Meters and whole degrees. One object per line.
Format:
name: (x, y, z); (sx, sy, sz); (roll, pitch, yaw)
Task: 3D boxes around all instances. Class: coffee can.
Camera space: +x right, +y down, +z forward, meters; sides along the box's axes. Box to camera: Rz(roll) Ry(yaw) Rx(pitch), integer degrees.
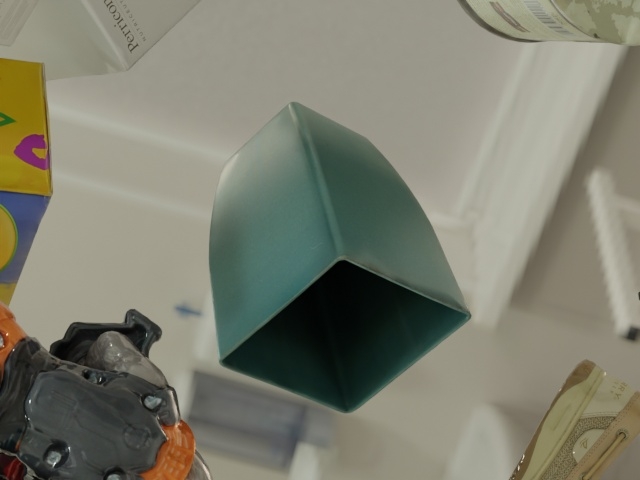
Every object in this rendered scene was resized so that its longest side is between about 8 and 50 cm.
coffee can: (0.266, -0.302, 1.913); (0.275, 0.202, 0.201); (-156, 82, -73)

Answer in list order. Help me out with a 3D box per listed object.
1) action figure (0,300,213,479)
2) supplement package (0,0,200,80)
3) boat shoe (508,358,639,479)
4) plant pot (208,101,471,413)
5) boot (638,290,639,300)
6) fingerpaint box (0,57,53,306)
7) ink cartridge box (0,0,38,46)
action figure: (-0.227, 0.164, 1.324); (0.178, 0.330, 0.341); (-33, 38, 61)
supplement package: (-0.175, -0.294, 1.641); (0.175, 0.177, 0.293); (0, 40, 47)
boat shoe: (0.251, 0.297, 2.040); (0.341, 0.110, 0.121); (-65, -11, 24)
plant pot: (0.000, 0.000, 1.703); (0.166, 0.165, 0.234); (-41, 44, 29)
boot: (0.240, 0.022, 1.177); (0.121, 0.045, 0.099); (-118, 37, -72)
fingerpaint box: (-0.466, 0.019, 1.622); (0.445, 0.371, 0.163); (118, 150, -46)
ink cartridge box: (-0.260, -0.201, 1.263); (0.092, 0.090, 0.143); (-55, -26, 17)
